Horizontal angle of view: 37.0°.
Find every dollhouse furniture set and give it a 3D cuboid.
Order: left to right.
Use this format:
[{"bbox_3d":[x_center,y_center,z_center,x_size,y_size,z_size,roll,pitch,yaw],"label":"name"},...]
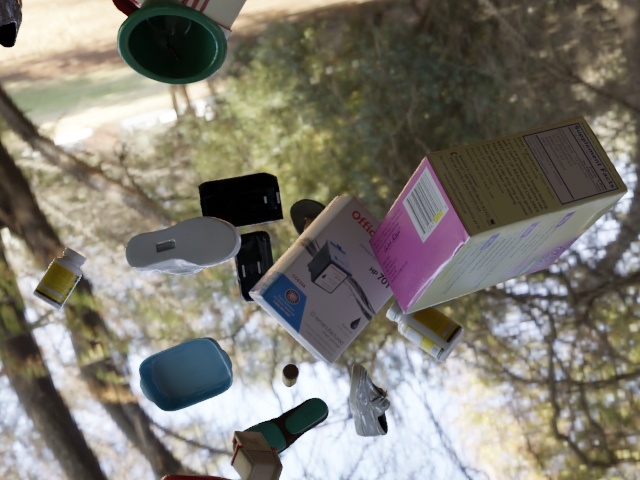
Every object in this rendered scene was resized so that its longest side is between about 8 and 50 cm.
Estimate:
[{"bbox_3d":[-0.174,0.571,2.123,0.261,0.259,0.135,11,-163,-29],"label":"dollhouse furniture set"}]

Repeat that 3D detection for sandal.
[{"bbox_3d":[0.000,0.000,2.025,0.090,0.219,0.060,-26,157,8],"label":"sandal"}]

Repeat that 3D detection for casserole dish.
[{"bbox_3d":[-0.236,0.234,1.705,0.188,0.114,0.037,-23,-170,19],"label":"casserole dish"}]

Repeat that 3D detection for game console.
[{"bbox_3d":[-0.199,0.000,2.552,0.213,0.362,0.044,-9,-157,-7],"label":"game console"}]

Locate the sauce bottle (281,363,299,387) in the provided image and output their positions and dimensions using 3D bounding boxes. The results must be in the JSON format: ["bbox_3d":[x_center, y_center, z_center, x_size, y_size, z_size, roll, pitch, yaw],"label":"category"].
[{"bbox_3d":[-0.073,0.323,2.259,0.042,0.042,0.128,-17,163,-12],"label":"sauce bottle"}]

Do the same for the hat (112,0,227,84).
[{"bbox_3d":[-0.261,-0.392,1.617,0.208,0.184,0.173,20,136,-30],"label":"hat"}]

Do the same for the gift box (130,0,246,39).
[{"bbox_3d":[-0.302,-0.601,2.161,0.255,0.258,0.276,24,-164,-35],"label":"gift box"}]

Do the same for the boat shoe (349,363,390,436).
[{"bbox_3d":[0.109,0.342,2.041,0.081,0.228,0.079,1,-134,12],"label":"boat shoe"}]

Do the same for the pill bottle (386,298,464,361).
[{"bbox_3d":[0.260,0.213,2.396,0.184,0.103,0.103,35,-148,14],"label":"pill bottle"}]

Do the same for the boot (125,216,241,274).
[{"bbox_3d":[-0.232,0.014,1.792,0.258,0.095,0.123,-5,171,31],"label":"boot"}]

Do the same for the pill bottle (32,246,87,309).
[{"bbox_3d":[-0.518,0.074,1.910,0.116,0.065,0.065,-60,-152,-11],"label":"pill bottle"}]

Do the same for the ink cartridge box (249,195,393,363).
[{"bbox_3d":[0.019,0.052,1.317,0.191,0.139,0.082,-48,-168,-10],"label":"ink cartridge box"}]

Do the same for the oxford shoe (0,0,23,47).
[{"bbox_3d":[-0.538,-0.401,1.552,0.096,0.099,0.271,-10,169,-1],"label":"oxford shoe"}]

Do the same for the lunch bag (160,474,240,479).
[{"bbox_3d":[-0.130,0.458,1.468,0.293,0.120,0.258,15,147,-13],"label":"lunch bag"}]

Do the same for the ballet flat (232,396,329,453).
[{"bbox_3d":[-0.101,0.500,2.472,0.280,0.095,0.096,-22,160,-21],"label":"ballet flat"}]

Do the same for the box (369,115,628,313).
[{"bbox_3d":[0.218,-0.031,1.211,0.242,0.117,0.213,-15,157,-24],"label":"box"}]
